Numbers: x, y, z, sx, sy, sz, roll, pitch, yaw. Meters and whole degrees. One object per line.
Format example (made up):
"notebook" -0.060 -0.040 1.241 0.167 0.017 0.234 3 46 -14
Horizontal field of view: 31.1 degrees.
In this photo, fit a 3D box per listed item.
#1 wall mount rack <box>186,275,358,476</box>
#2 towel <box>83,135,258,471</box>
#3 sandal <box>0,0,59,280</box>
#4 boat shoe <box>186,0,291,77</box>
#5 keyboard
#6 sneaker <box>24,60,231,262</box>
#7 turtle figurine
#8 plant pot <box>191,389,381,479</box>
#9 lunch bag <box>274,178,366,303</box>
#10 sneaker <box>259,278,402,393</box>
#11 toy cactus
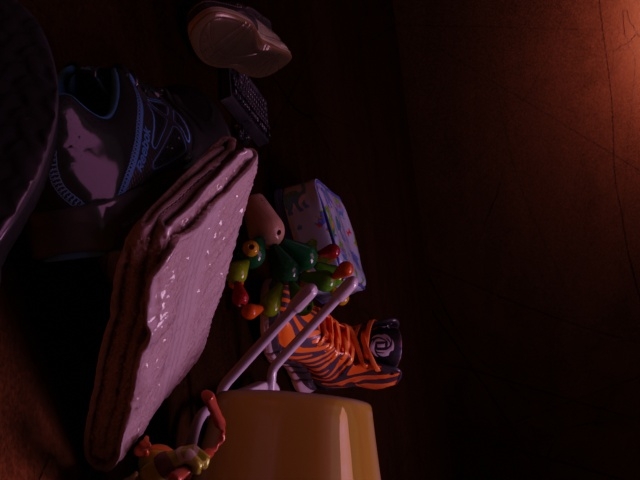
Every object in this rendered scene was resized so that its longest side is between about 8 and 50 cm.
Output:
"wall mount rack" -0.047 0.195 1.402 0.350 0.131 0.304 -3 96 -76
"towel" -0.131 0.056 1.018 0.187 0.049 0.282 -53 165 -51
"sandal" -0.257 0.055 0.601 0.107 0.168 0.445 117 -14 -62
"boat shoe" -0.112 -0.265 1.457 0.073 0.080 0.223 60 18 17
"keyboard" -0.101 -0.182 1.582 0.180 0.023 0.108 47 41 -69
"sneaker" -0.167 -0.102 1.033 0.341 0.125 0.139 -65 147 -67
"turtle figurine" -0.160 0.252 0.998 0.269 0.087 0.217 121 -13 -49
"plant pot" -0.034 0.279 1.170 0.254 0.254 0.238 47 47 -71
"lunch bag" 0.000 0.000 1.777 0.219 0.090 0.176 31 43 -76
"sneaker" 0.024 0.135 1.679 0.321 0.180 0.124 58 31 -64
"toy cactus" -0.054 0.015 1.517 0.219 0.112 0.180 -6 60 -40
